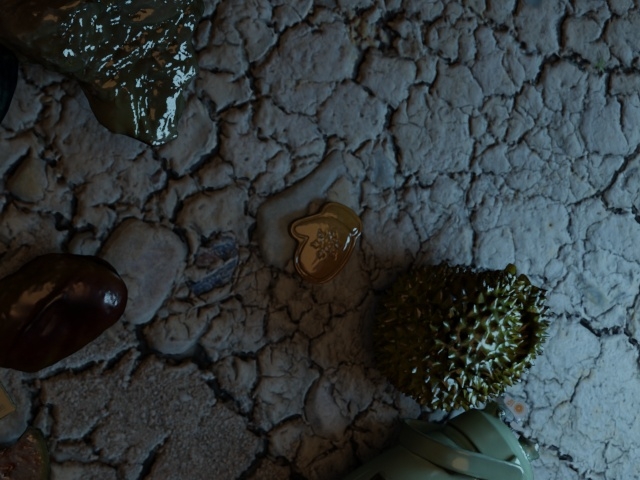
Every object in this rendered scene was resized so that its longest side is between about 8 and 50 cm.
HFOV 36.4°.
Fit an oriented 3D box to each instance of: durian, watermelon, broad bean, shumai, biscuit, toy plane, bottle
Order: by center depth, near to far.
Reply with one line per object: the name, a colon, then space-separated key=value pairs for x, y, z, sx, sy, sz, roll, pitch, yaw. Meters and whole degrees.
shumai: x=-0.290 y=-0.289 z=1.355 sx=0.346 sy=0.217 sz=0.283 roll=-43 pitch=151 yaw=-35
broad bean: x=-0.397 y=0.103 z=1.428 sx=0.229 sy=0.122 sz=0.156 roll=-28 pitch=128 yaw=-9
watermelon: x=-0.472 y=0.349 z=1.451 sx=0.139 sy=0.071 sz=0.187 roll=14 pitch=98 yaw=-12
durian: x=0.232 y=0.155 z=1.587 sx=0.293 sy=0.258 sz=0.258 roll=-6 pitch=96 yaw=-30
bottle: x=0.194 y=0.398 z=1.591 sx=0.352 sy=0.229 sz=0.229 roll=-32 pitch=103 yaw=-10
biscuit: x=0.001 y=0.000 z=1.603 sx=0.118 sy=0.023 sz=0.140 roll=25 pitch=87 yaw=-19
toy plane: x=0.311 y=0.372 z=1.721 sx=0.078 sy=0.053 sz=0.197 roll=33 pitch=87 yaw=2

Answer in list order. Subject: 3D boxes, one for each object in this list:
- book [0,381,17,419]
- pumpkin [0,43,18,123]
book: x=-0.559 y=0.203 z=1.433 sx=0.138 sy=0.016 sz=0.198 roll=-31 pitch=103 yaw=-14
pumpkin: x=-0.542 y=-0.256 z=1.257 sx=0.315 sy=0.315 sz=0.238 roll=34 pitch=109 yaw=-18
